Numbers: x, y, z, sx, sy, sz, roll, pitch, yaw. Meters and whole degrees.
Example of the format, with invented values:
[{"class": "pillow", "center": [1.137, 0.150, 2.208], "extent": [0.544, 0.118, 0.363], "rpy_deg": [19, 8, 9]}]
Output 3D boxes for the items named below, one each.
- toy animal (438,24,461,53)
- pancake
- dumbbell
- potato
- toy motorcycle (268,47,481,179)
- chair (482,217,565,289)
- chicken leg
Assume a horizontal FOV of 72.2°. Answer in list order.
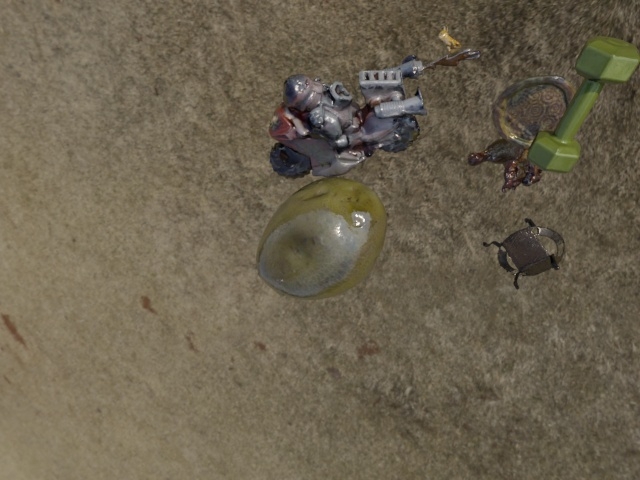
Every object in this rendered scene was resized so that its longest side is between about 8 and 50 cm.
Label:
[{"class": "toy animal", "center": [0.448, -0.701, 1.531], "extent": [0.083, 0.081, 0.060], "rpy_deg": [60, 154, 12]}, {"class": "pancake", "center": [0.663, -0.395, 1.356], "extent": [0.250, 0.031, 0.249], "rpy_deg": [10, 134, 10]}, {"class": "dumbbell", "center": [0.585, -0.298, 0.995], "extent": [0.108, 0.121, 0.301], "rpy_deg": [25, 133, 15]}, {"class": "potato", "center": [0.000, 0.000, 0.720], "extent": [0.235, 0.177, 0.160], "rpy_deg": [-27, 136, 12]}, {"class": "toy motorcycle", "center": [0.076, -0.223, 0.753], "extent": [0.402, 0.134, 0.207], "rpy_deg": [-10, 141, 16]}, {"class": "chair", "center": [0.561, 0.036, 1.182], "extent": [0.174, 0.213, 0.148], "rpy_deg": [-37, 69, 29]}, {"class": "chicken leg", "center": [0.671, -0.276, 1.577], "extent": [0.323, 0.177, 0.083], "rpy_deg": [30, -175, -25]}]
